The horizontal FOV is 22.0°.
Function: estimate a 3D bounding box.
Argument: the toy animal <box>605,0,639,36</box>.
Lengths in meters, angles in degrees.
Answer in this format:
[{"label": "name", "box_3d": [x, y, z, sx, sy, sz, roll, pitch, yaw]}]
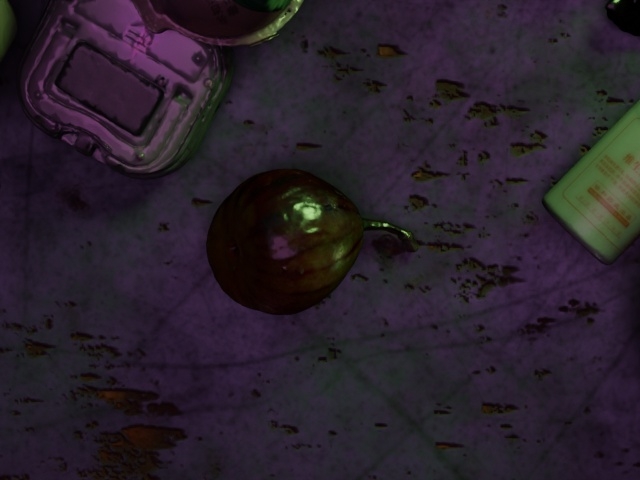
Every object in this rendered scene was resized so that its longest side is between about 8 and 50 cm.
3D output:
[{"label": "toy animal", "box_3d": [0.356, -0.304, 1.660, 0.218, 0.116, 0.179, 20, 78, -14]}]

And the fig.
[{"label": "fig", "box_3d": [-0.020, -0.010, 1.696, 0.202, 0.149, 0.148, -32, 79, -4]}]

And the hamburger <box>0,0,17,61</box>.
[{"label": "hamburger", "box_3d": [-0.442, -0.232, 1.633, 0.276, 0.294, 0.179, 39, 80, -18]}]

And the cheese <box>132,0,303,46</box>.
[{"label": "cheese", "box_3d": [-0.066, -0.304, 1.675, 0.286, 0.074, 0.189, -32, 92, -12]}]

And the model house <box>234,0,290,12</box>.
[{"label": "model house", "box_3d": [-0.115, -0.400, 1.517, 0.325, 0.194, 0.267, 31, 112, 5]}]

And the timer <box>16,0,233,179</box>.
[{"label": "timer", "box_3d": [-0.206, -0.174, 1.726, 0.208, 0.069, 0.191, 28, 101, -1]}]

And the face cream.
[{"label": "face cream", "box_3d": [0.346, -0.094, 1.677, 0.101, 0.101, 0.252, 44, 99, -2]}]
